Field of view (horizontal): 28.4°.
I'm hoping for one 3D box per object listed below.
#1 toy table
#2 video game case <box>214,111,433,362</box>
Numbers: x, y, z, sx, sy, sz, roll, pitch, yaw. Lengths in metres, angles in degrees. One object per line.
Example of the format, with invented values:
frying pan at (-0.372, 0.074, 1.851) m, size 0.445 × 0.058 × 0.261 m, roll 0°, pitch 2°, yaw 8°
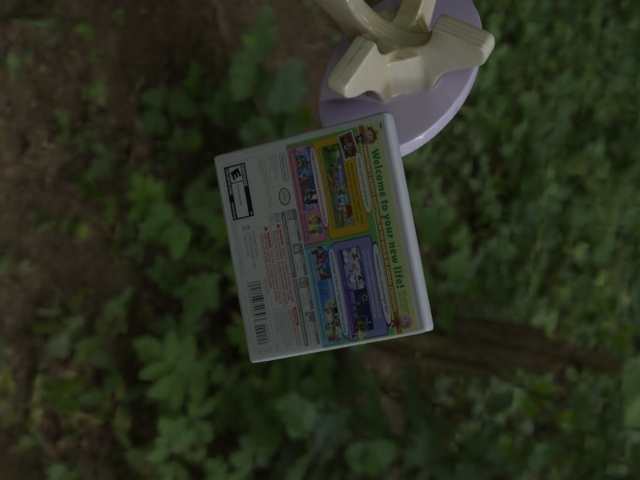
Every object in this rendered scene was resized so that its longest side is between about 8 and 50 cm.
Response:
toy table at (0.092, -0.241, 1.523) m, size 0.161 × 0.252 × 0.274 m, roll 78°, pitch 31°, yaw -62°
video game case at (0.000, 0.000, 1.231) m, size 0.023 × 0.193 × 0.212 m, roll 0°, pitch 79°, yaw -65°
